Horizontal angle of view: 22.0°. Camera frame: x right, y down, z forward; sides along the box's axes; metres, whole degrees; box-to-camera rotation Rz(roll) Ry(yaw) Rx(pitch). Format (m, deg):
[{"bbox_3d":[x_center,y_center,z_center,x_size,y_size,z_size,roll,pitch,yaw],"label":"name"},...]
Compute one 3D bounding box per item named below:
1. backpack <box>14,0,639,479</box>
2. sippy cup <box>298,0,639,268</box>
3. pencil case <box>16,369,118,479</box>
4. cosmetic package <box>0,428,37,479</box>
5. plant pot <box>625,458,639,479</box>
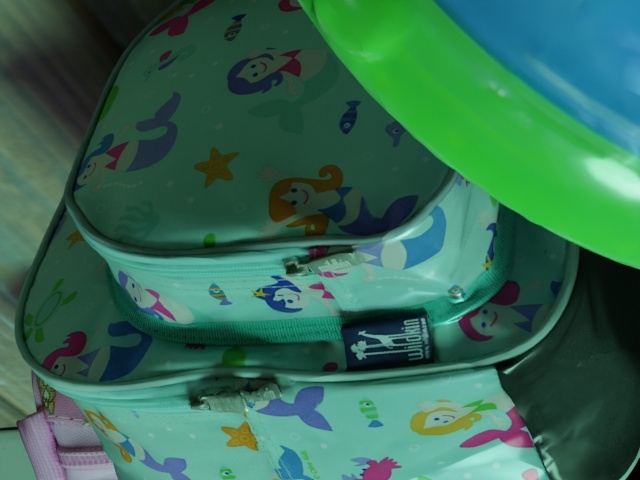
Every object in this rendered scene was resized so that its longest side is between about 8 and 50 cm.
[{"bbox_3d":[0.000,0.000,0.672,0.253,0.225,0.191,-14,131,28],"label":"backpack"},{"bbox_3d":[0.128,-0.143,0.406,0.305,0.240,0.224,4,146,-32],"label":"sippy cup"},{"bbox_3d":[0.035,0.075,0.897,0.386,0.160,0.167,-11,145,16],"label":"pencil case"},{"bbox_3d":[-0.293,0.284,1.130,0.377,0.284,0.097,-4,154,0],"label":"cosmetic package"},{"bbox_3d":[0.150,0.166,1.078,0.215,0.215,0.230,-12,167,15],"label":"plant pot"}]
